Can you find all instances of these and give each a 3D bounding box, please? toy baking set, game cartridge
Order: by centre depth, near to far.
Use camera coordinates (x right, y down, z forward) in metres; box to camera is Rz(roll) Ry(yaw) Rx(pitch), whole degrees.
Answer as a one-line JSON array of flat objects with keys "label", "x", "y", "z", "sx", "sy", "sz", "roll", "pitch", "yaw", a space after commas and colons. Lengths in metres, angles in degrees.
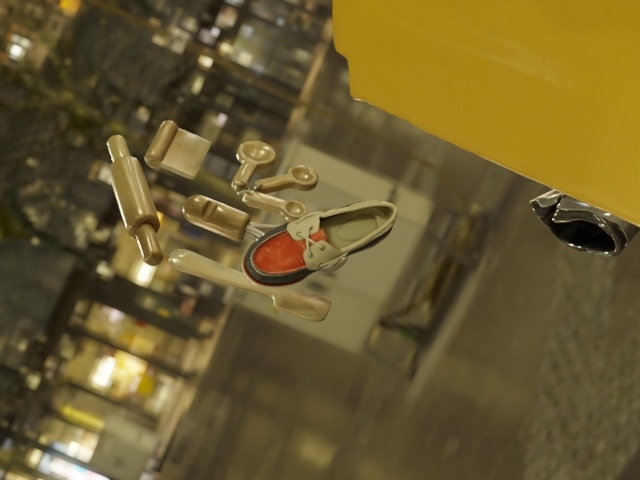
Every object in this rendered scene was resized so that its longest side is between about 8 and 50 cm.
[{"label": "game cartridge", "x": 0.118, "y": -0.167, "z": 0.813, "sx": 0.324, "sy": 0.053, "sz": 0.285, "roll": 31, "pitch": 130, "yaw": 47}, {"label": "toy baking set", "x": -0.081, "y": -0.027, "z": 1.427, "sx": 0.256, "sy": 0.197, "sz": 0.030, "roll": -108, "pitch": 25, "yaw": -46}]

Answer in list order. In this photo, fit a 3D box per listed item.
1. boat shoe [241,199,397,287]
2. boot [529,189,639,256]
[{"label": "boat shoe", "x": 0.000, "y": 0.000, "z": 1.327, "sx": 0.049, "sy": 0.137, "sz": 0.043, "roll": 67, "pitch": 154, "yaw": 10}, {"label": "boot", "x": 0.352, "y": -0.070, "z": 1.589, "sx": 0.223, "sy": 0.118, "sz": 0.338, "roll": -42, "pitch": 6, "yaw": -15}]
